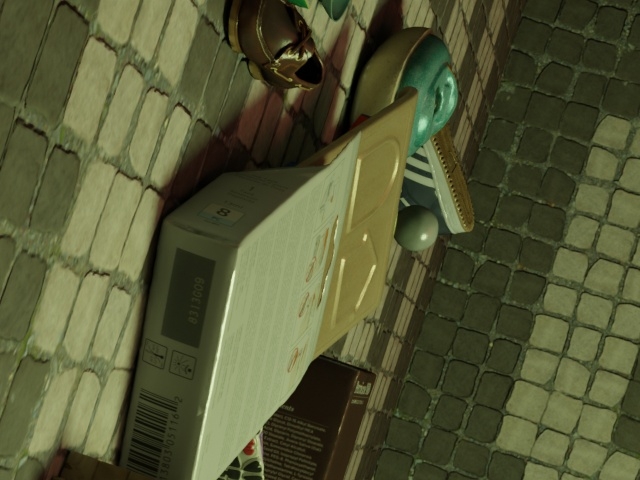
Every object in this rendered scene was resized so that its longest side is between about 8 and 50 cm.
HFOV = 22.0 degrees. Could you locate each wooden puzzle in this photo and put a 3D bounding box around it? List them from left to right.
[{"bbox_3d":[0.000,0.000,2.019,0.348,0.080,0.322,-42,148,-51],"label":"wooden puzzle"}]

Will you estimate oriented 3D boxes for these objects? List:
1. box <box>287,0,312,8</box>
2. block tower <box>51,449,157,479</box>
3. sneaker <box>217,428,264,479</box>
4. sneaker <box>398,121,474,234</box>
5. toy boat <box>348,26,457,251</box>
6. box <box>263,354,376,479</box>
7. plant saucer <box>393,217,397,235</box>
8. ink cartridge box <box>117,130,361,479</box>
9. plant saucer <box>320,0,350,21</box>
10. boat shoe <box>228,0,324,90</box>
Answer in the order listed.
[{"bbox_3d":[-0.006,-0.333,1.645,0.105,0.043,0.179,59,52,-76],"label":"box"},{"bbox_3d":[-0.185,0.290,1.590,0.335,0.097,0.091,80,30,-70],"label":"block tower"},{"bbox_3d":[-0.093,0.250,2.083,0.071,0.068,0.170,-67,169,-58],"label":"sneaker"},{"bbox_3d":[0.132,-0.131,2.595,0.099,0.153,0.282,-49,124,-60],"label":"sneaker"},{"bbox_3d":[0.123,-0.142,2.331,0.267,0.148,0.318,-52,157,-63],"label":"toy boat"},{"bbox_3d":[-0.050,0.339,2.254,0.191,0.143,0.381,31,75,-79],"label":"box"},{"bbox_3d":[0.024,-0.003,2.200,0.241,0.037,0.241,-37,137,-45],"label":"plant saucer"},{"bbox_3d":[-0.078,0.062,1.745,0.385,0.091,0.308,-47,152,-62],"label":"ink cartridge box"},{"bbox_3d":[0.023,-0.310,1.888,0.119,0.021,0.119,17,90,-80],"label":"plant saucer"},{"bbox_3d":[-0.038,-0.199,1.616,0.207,0.073,0.073,44,65,-77],"label":"boat shoe"}]
